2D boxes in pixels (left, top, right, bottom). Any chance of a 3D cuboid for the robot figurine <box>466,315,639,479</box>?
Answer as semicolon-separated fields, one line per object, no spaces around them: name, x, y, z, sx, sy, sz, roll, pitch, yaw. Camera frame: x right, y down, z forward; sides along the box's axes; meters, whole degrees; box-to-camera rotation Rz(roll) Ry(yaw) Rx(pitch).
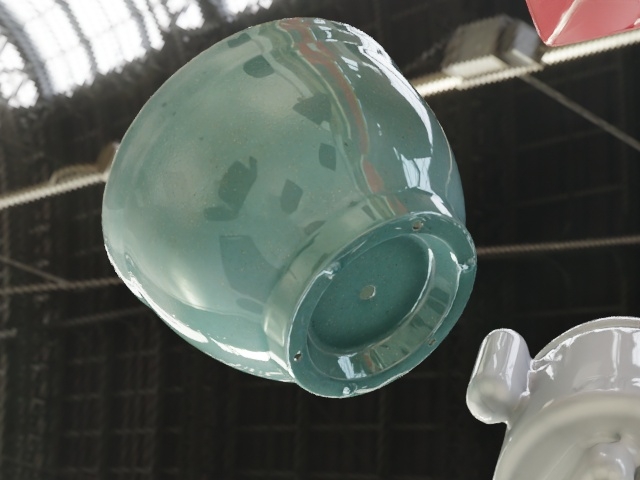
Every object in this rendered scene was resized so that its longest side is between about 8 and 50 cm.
robot figurine;0.256;0.185;1.135;0.200;0.300;0.353;-53;179;21

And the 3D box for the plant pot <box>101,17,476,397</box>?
plant pot;0.000;0.000;1.065;0.293;0.293;0.196;-55;-133;15

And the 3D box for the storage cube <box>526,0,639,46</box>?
storage cube;0.264;-0.296;1.099;0.193;0.215;0.184;116;-42;-70
